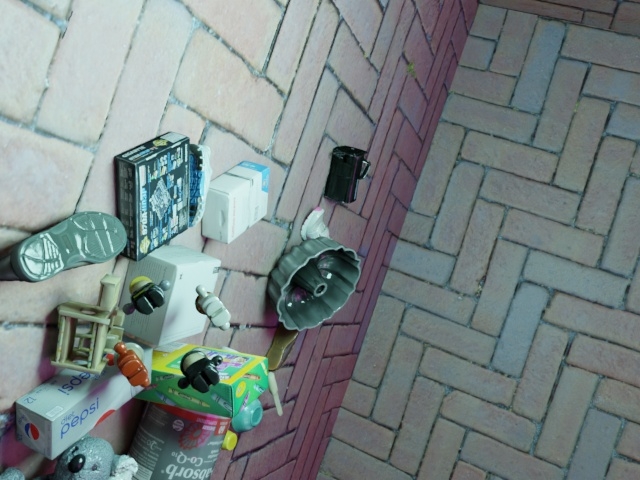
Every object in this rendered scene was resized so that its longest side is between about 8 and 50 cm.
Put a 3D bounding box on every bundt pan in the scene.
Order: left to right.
[{"bbox_3d":[-0.035,0.125,2.144,0.330,0.124,0.331,-26,138,-26],"label":"bundt pan"}]

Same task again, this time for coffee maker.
[{"bbox_3d":[0.074,-0.225,2.290,0.171,0.120,0.178,-8,117,-43],"label":"coffee maker"}]

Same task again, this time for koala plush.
[{"bbox_3d":[-0.484,0.472,1.288,0.221,0.196,0.203,-57,168,-37],"label":"koala plush"}]

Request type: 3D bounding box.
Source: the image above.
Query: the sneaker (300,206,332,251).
[{"bbox_3d":[0.000,0.000,2.263,0.103,0.111,0.252,-49,151,-47],"label":"sneaker"}]

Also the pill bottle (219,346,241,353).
[{"bbox_3d":[-0.283,0.416,1.859,0.121,0.121,0.221,70,41,-61],"label":"pill bottle"}]

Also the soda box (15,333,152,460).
[{"bbox_3d":[-0.456,0.298,1.317,0.286,0.091,0.098,-37,142,-59],"label":"soda box"}]

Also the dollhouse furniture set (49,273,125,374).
[{"bbox_3d":[-0.434,0.132,1.276,0.161,0.101,0.182,-98,-159,-76],"label":"dollhouse furniture set"}]

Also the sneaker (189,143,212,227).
[{"bbox_3d":[-0.269,-0.122,1.477,0.083,0.071,0.191,-38,143,-67],"label":"sneaker"}]

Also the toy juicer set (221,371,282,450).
[{"bbox_3d":[-0.238,0.521,2.155,0.329,0.089,0.209,-17,111,-57],"label":"toy juicer set"}]

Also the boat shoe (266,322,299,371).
[{"bbox_3d":[-0.129,0.359,2.316,0.207,0.073,0.073,-59,160,-13],"label":"boat shoe"}]

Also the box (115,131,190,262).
[{"bbox_3d":[-0.334,-0.090,1.349,0.175,0.051,0.220,-44,147,-53],"label":"box"}]

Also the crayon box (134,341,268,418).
[{"bbox_3d":[-0.278,0.310,1.522,0.165,0.278,0.081,-27,119,-64],"label":"crayon box"}]

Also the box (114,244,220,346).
[{"bbox_3d":[-0.328,0.113,1.453,0.181,0.119,0.182,-6,113,-69],"label":"box"}]

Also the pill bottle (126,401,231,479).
[{"bbox_3d":[-0.363,0.539,1.617,0.363,0.210,0.210,-70,161,-3],"label":"pill bottle"}]

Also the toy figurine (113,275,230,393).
[{"bbox_3d":[-0.287,0.182,1.297,0.148,0.213,0.210,-167,-93,-69],"label":"toy figurine"}]

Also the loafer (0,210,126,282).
[{"bbox_3d":[-0.442,0.011,1.140,0.267,0.084,0.096,-31,105,-67],"label":"loafer"}]

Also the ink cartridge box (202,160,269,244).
[{"bbox_3d":[-0.207,-0.097,1.647,0.190,0.082,0.140,-42,145,-53],"label":"ink cartridge box"}]
